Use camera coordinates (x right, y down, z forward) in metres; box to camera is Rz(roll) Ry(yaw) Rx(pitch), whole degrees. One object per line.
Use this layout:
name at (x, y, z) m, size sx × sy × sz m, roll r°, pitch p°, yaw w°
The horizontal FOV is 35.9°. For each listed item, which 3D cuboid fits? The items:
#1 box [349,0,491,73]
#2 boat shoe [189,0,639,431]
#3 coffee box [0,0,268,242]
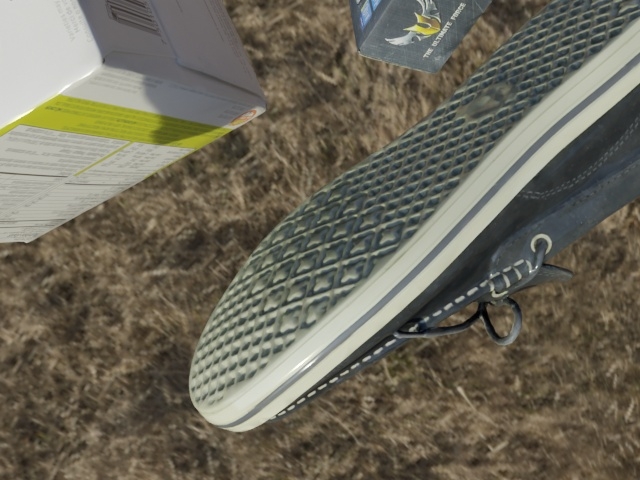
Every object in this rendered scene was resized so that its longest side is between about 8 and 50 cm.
box at (0.082, -0.235, 0.535) m, size 0.232 × 0.059 × 0.183 m, roll 129°, pitch 145°, yaw -48°
boat shoe at (0.114, -0.011, 0.763) m, size 0.500 × 0.156 × 0.187 m, roll -40°, pitch 28°, yaw -1°
coffee box at (-0.311, -0.207, 0.918) m, size 0.334 × 0.338 × 0.337 m, roll -27°, pitch 84°, yaw 17°
